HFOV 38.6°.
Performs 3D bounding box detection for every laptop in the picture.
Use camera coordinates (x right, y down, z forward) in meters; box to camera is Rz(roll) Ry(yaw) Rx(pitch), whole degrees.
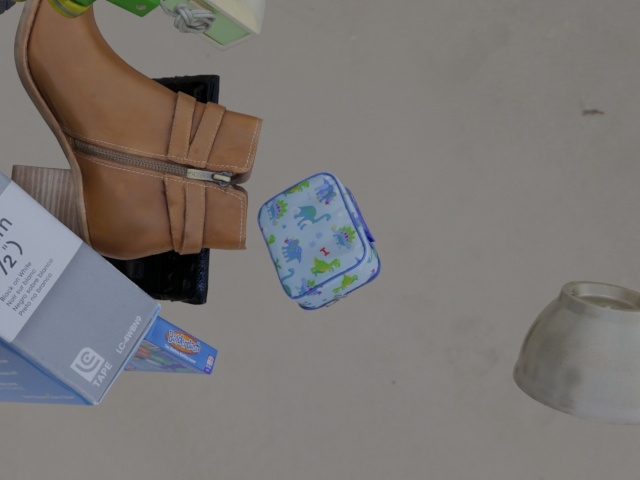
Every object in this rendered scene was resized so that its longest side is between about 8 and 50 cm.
[{"bbox_3d":[-0.184,-0.055,1.034,0.264,0.137,0.234,3,90,34],"label":"laptop"}]

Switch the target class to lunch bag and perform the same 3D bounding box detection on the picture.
[{"bbox_3d":[0.000,0.000,1.581,0.176,0.090,0.219,-30,57,11],"label":"lunch bag"}]

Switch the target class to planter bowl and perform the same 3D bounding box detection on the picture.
[{"bbox_3d":[0.291,0.106,0.953,0.162,0.162,0.109,5,105,-10],"label":"planter bowl"}]

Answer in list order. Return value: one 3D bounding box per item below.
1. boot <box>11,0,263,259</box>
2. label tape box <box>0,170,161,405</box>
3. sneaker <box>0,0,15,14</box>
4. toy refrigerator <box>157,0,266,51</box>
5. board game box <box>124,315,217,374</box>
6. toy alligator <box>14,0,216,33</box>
[{"bbox_3d":[-0.163,-0.123,0.840,0.220,0.109,0.283,4,87,-2],"label":"boot"},{"bbox_3d":[-0.341,0.000,0.766,0.347,0.249,0.115,47,57,-25],"label":"label tape box"},{"bbox_3d":[-0.653,-0.457,1.633,0.110,0.275,0.107,38,134,23],"label":"sneaker"},{"bbox_3d":[-0.224,-0.426,1.532,0.269,0.102,0.094,29,61,-42],"label":"toy refrigerator"},{"bbox_3d":[-0.300,0.171,1.507,0.160,0.210,0.047,40,56,-45],"label":"board game box"},{"bbox_3d":[-0.127,-0.160,0.517,0.056,0.190,0.051,-25,78,26],"label":"toy alligator"}]
